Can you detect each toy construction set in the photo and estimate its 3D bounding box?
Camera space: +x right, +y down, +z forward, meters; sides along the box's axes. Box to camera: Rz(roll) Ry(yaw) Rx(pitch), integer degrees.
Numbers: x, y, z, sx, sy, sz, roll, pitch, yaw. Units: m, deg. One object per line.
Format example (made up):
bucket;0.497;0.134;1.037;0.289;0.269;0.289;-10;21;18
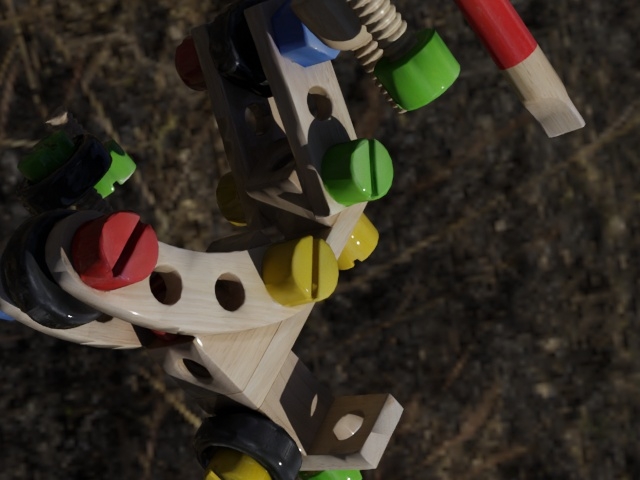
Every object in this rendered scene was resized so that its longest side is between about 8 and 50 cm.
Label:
toy construction set;0.000;0.000;0.774;0.237;0.309;0.257;52;25;-19
